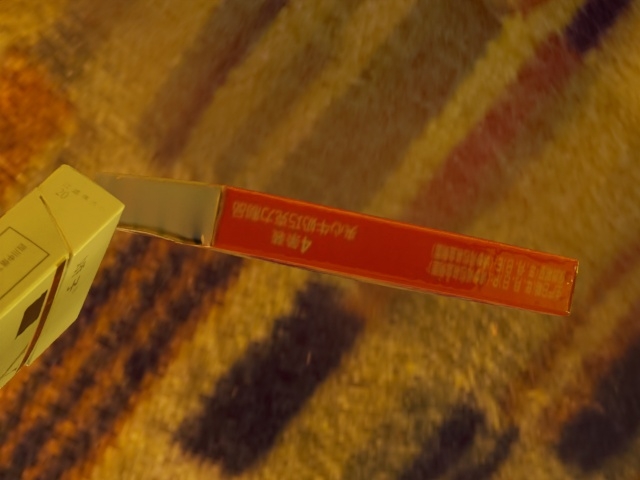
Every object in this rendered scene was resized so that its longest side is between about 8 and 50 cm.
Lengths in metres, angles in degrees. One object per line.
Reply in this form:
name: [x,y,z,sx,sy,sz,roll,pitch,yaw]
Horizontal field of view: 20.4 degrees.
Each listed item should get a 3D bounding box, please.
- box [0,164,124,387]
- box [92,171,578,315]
box: [-0.149,0.040,0.742,0.040,0.154,0.084,35,135,9]
box: [0.000,0.000,1.269,0.273,0.265,0.048,11,90,-24]
